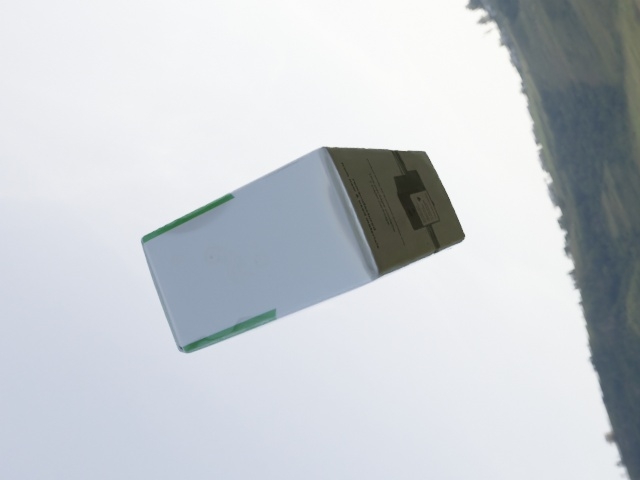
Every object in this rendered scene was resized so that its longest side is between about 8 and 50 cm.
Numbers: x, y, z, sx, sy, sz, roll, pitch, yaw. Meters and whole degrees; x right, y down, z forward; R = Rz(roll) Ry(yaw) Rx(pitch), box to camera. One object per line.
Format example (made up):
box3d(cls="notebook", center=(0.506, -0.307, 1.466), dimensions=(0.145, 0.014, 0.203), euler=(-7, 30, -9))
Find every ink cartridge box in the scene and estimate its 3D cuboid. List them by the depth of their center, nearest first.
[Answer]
box3d(cls="ink cartridge box", center=(0.000, 0.000, 0.536), dimensions=(0.208, 0.153, 0.087), euler=(-12, -101, -65))
